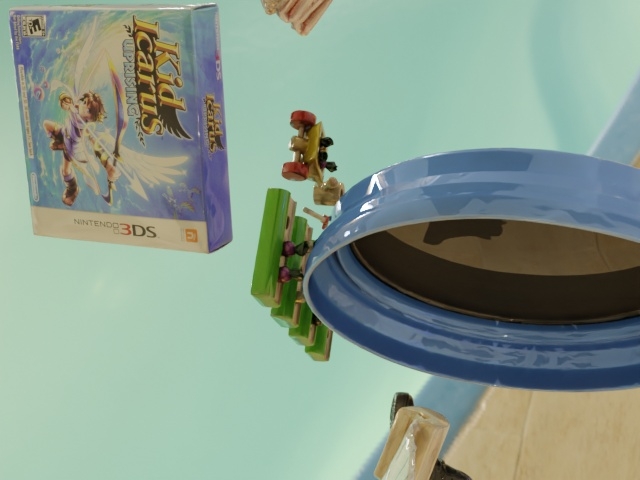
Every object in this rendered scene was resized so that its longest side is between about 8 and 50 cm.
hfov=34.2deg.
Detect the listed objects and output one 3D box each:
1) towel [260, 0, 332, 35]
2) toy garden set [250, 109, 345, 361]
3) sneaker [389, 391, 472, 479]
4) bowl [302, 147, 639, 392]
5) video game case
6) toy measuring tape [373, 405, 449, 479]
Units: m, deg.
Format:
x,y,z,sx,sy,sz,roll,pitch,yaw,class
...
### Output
x,y,z,sx,sy,sz,roll,pitch,yaw,class
0.025,-0.361,0.781,0.317,0.053,0.331,-51,36,26,towel
0.000,0.000,1.092,0.049,0.244,0.203,3,70,16,toy garden set
0.117,0.243,1.089,0.089,0.051,0.170,1,92,0,sneaker
0.182,0.039,0.946,0.391,0.391,0.077,1,63,18,bowl
-0.225,-0.128,1.171,0.244,0.269,0.061,5,18,23,video game case
0.066,0.139,0.305,0.121,0.121,0.330,-12,10,8,toy measuring tape
